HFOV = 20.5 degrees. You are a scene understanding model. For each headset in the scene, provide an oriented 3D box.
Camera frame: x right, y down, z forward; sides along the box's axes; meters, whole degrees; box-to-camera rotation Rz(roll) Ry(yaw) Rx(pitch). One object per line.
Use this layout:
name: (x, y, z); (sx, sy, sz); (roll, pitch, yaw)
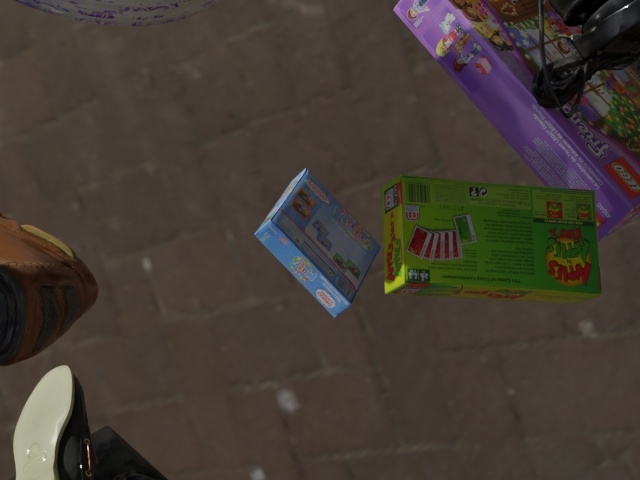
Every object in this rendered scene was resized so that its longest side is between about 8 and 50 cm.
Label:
headset: (0.232, -0.253, 1.433); (0.243, 0.185, 0.394); (49, 154, 28)

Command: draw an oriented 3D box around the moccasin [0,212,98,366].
moccasin: (-0.369, -0.007, 1.559); (0.380, 0.147, 0.139); (14, 109, 24)

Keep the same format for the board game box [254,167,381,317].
board game box: (0.000, 0.000, 2.458); (0.160, 0.211, 0.039); (46, 115, -7)

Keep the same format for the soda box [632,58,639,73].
soda box: (0.369, -0.195, 1.940); (0.053, 0.169, 0.060); (12, 87, 23)

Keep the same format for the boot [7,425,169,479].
boot: (-0.257, 0.392, 1.540); (0.367, 0.445, 0.146); (50, 139, 21)

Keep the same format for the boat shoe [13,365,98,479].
boat shoe: (-0.168, 0.140, 1.135); (0.049, 0.042, 0.133); (-30, 41, 25)

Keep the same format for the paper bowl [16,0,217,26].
paper bowl: (-0.179, -0.315, 1.421); (0.284, 0.284, 0.148); (47, 135, 26)

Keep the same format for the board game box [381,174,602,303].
board game box: (0.143, 0.001, 1.476); (0.043, 0.181, 0.092); (147, 124, -65)

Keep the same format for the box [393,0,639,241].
box: (0.226, -0.147, 1.676); (0.293, 0.201, 0.057); (50, 127, 11)
